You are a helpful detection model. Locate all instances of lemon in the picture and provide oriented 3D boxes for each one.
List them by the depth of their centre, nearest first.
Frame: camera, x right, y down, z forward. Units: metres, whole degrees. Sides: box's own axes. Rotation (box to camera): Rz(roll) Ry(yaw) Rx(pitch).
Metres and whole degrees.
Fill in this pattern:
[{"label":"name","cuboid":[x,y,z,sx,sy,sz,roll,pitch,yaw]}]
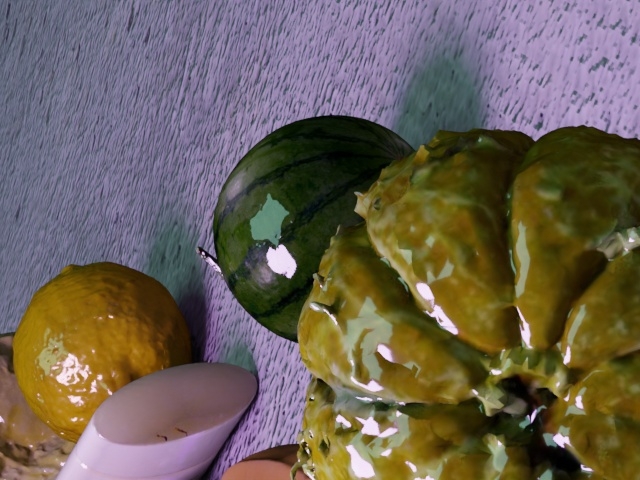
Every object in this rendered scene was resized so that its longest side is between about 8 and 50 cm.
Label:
[{"label":"lemon","cuboid":[-0.232,0.121,2.088,0.231,0.192,0.192,-122,47,-62]}]

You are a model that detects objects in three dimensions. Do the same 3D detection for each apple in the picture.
[{"label":"apple","cuboid":[-0.336,0.233,2.241,0.279,0.279,0.279,-170,90,-68]}]

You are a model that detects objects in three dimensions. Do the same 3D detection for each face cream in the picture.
[{"label":"face cream","cuboid":[-0.199,0.250,1.985,0.081,0.173,0.348,61,140,27]}]

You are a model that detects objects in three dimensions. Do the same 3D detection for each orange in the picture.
[{"label":"orange","cuboid":[0.136,0.084,1.132,0.223,0.300,0.301,-9,-80,-68]}]

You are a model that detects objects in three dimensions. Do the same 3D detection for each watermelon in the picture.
[{"label":"watermelon","cuboid":[0.000,0.000,1.576,0.214,0.188,0.188,-45,39,35]}]

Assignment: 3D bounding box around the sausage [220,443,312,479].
[{"label":"sausage","cuboid":[0.005,0.222,1.536,0.241,0.136,0.120,168,114,-68]}]
